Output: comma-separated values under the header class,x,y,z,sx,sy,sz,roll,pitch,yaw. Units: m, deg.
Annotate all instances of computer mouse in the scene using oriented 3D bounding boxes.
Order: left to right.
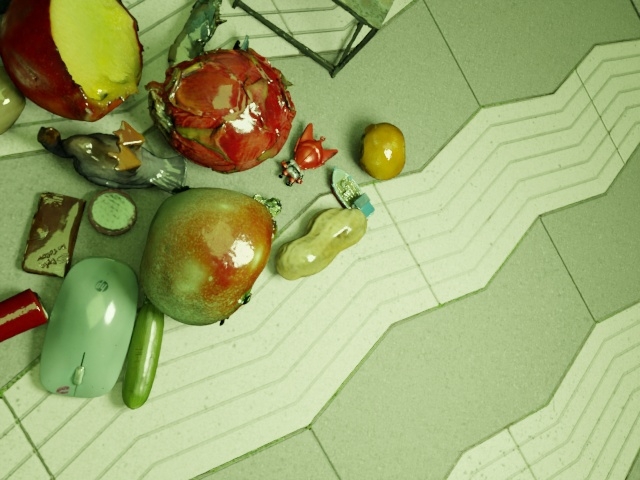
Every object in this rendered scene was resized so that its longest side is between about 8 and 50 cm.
class,x,y,z,sx,sy,sz,roll,pitch,yaw
computer mouse,-0.468,0.174,1.041,0.159,0.097,0.289,16,74,-22

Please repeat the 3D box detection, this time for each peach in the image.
class,x,y,z,sx,sy,sz,roll,pitch,yaw
peach,-0.515,-0.368,1.039,0.257,0.201,0.362,34,41,-58

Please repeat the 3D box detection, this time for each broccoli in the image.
class,x,y,z,sx,sy,sz,roll,pitch,yaw
broccoli,-0.147,-0.075,1.229,0.096,0.092,0.095,20,59,0

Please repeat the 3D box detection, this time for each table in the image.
class,x,y,z,sx,sy,sz,roll,pitch,yaw
table,-0.007,-0.644,1.292,0.334,0.272,0.222,31,71,-16

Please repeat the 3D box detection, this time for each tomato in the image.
class,x,y,z,sx,sy,sz,roll,pitch,yaw
tomato,-0.243,0.017,1.062,0.238,0.303,0.304,28,71,-18

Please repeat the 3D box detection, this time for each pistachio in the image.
class,x,y,z,sx,sy,sz,roll,pitch,yaw
pistachio,-0.675,-0.267,1.021,0.108,0.126,0.186,29,82,24

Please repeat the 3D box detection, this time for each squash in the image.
class,x,y,z,sx,sy,sz,roll,pitch,yaw
squash,-0.374,0.230,1.085,0.066,0.066,0.252,13,77,-21

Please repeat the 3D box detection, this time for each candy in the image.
class,x,y,z,sx,sy,sz,roll,pitch,yaw
candy,-0.457,-0.061,1.117,0.103,0.043,0.103,4,80,-25

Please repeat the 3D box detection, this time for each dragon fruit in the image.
class,x,y,z,sx,sy,sz,roll,pitch,yaw
dragon fruit,-0.208,-0.292,1.146,0.342,0.277,0.278,-29,92,-27

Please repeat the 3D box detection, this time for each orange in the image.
class,x,y,z,sx,sy,sz,roll,pitch,yaw
orange,0.163,-0.239,1.367,0.134,0.154,0.155,-8,81,18

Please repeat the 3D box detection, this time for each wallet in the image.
class,x,y,z,sx,sy,sz,roll,pitch,yaw
wallet,-0.562,-0.012,1.071,0.095,0.026,0.176,13,75,-18

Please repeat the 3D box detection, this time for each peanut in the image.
class,x,y,z,sx,sy,sz,roll,pitch,yaw
peanut,0.000,0.000,1.266,0.274,0.111,0.125,-37,91,-25

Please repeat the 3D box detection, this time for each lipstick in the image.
class,x,y,z,sx,sy,sz,roll,pitch,yaw
lipstick,-0.654,0.176,0.968,0.241,0.080,0.080,-27,91,-25

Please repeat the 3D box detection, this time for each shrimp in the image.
class,x,y,z,sx,sy,sz,roll,pitch,yaw
shrimp,-0.259,-0.498,1.271,0.178,0.075,0.290,29,69,-25

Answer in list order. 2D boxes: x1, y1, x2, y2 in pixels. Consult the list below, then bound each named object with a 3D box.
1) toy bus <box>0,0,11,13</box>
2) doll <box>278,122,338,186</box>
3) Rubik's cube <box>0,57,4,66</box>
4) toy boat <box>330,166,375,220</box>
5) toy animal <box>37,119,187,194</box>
class,x,y,z,sx,sy,sz,roll,pitch,yaw
toy bus,-0.662,-0.555,1.020,0.167,0.138,0.275,48,41,-11
doll,-0.039,-0.214,1.317,0.109,0.057,0.169,44,66,-12
Rubik's cube,-0.771,-0.370,0.982,0.228,0.233,0.229,-13,41,11
toy boat,0.082,-0.122,1.352,0.069,0.058,0.173,-40,97,-24
toy animal,-0.433,-0.175,1.081,0.298,0.185,0.122,14,71,-47
